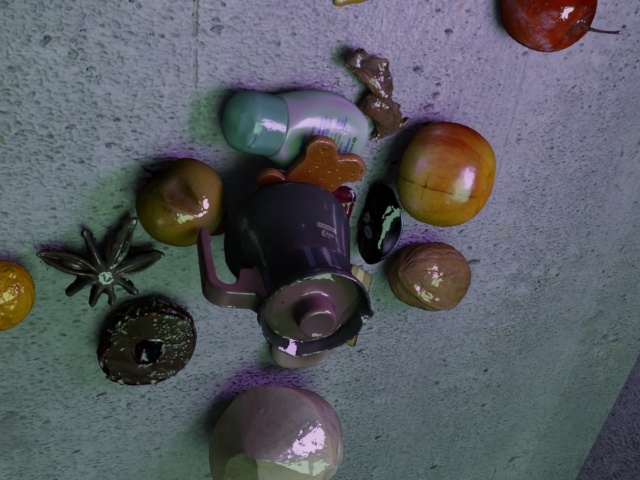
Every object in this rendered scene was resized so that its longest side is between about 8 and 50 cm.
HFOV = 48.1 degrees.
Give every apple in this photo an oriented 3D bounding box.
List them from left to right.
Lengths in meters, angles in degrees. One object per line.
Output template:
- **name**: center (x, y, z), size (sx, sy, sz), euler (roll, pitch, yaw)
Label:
- **apple**: center (0.336, -0.172, 1.912), size (0.286, 0.233, 0.286), euler (-50, 148, -47)

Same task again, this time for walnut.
- **walnut**: center (0.327, 0.107, 2.153), size (0.261, 0.225, 0.225), euler (12, 114, -37)

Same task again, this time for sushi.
- **sushi**: center (-0.259, -0.051, 1.803), size (0.047, 0.050, 0.099), euler (-1, 111, -23)

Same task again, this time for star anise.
- **star anise**: center (-0.504, 0.052, 1.695), size (0.257, 0.110, 0.198), euler (-30, 116, -18)

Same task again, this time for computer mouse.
- **computer mouse**: center (0.174, -0.043, 2.001), size (0.096, 0.137, 0.233), euler (1, 119, -26)

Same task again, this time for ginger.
- **ginger**: center (0.136, -0.372, 1.804), size (0.122, 0.084, 0.290), euler (-19, 136, 10)

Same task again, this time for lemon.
- **lemon**: center (-0.711, 0.129, 1.597), size (0.142, 0.142, 0.187), euler (13, 116, -36)

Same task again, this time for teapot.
- **teapot**: center (-0.081, 0.058, 1.571), size (0.376, 0.362, 0.306), euler (7, 122, -23)

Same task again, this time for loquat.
- **loquat**: center (-0.319, -0.088, 1.643), size (0.213, 0.213, 0.213), euler (-15, 127, -21)

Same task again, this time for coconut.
- **coconut**: center (-0.131, 0.611, 2.101), size (0.415, 0.344, 0.415), euler (-44, 160, -21)

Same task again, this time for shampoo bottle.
- **shampoo bottle**: center (-0.069, -0.261, 1.700), size (0.349, 0.151, 0.222), euler (5, 126, -34)

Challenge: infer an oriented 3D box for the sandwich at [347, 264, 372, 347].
- **sandwich**: center (0.096, 0.191, 2.113), size (0.117, 0.144, 0.187), euler (31, 103, -43)

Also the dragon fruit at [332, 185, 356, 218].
- **dragon fruit**: center (0.000, 0.000, 1.865), size (0.330, 0.240, 0.302), euler (-52, 150, 20)

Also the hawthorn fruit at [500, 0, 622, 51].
- **hawthorn fruit**: center (0.574, -0.589, 1.809), size (0.235, 0.263, 0.231), euler (-29, 114, 25)

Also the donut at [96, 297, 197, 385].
- **donut**: center (-0.452, 0.264, 1.869), size (0.269, 0.103, 0.270), euler (-14, 125, -21)

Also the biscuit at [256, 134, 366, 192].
- **biscuit**: center (-0.063, -0.126, 1.706), size (0.324, 0.049, 0.205), euler (-41, 134, 23)

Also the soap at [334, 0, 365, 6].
- **soap**: center (0.072, -0.564, 1.666), size (0.089, 0.012, 0.034), euler (-17, 128, -20)

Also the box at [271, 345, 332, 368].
- **box**: center (-0.051, 0.313, 2.146), size (0.200, 0.088, 0.146), euler (-1, 120, -29)
